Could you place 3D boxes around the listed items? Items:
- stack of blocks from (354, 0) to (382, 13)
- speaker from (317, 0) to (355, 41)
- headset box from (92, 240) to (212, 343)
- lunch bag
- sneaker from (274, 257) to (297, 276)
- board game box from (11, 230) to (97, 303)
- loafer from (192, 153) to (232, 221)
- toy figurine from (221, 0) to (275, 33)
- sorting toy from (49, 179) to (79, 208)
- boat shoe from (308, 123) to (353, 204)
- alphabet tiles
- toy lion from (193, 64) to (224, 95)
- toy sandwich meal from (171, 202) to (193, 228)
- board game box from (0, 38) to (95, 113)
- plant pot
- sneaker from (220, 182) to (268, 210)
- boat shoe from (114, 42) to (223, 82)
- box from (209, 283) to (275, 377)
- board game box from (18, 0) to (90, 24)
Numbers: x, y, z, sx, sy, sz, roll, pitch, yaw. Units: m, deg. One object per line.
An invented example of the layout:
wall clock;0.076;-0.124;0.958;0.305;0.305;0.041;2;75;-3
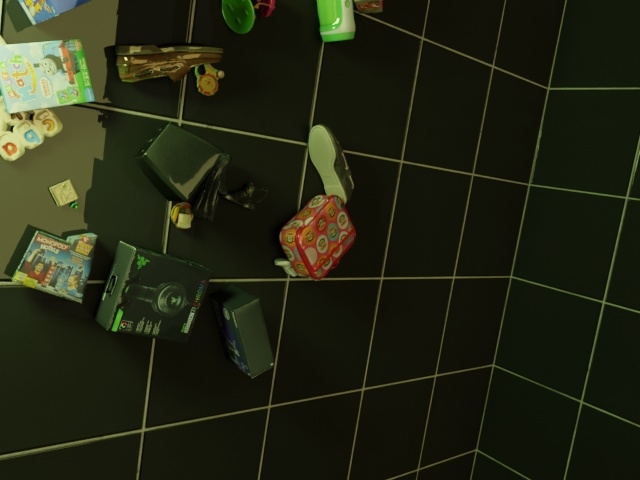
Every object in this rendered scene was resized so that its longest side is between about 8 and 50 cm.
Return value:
stack of blocks;0.160;-0.946;1.932;0.171;0.087;0.297;1;90;-76
speaker;0.047;-0.828;1.929;0.131;0.131;0.296;-20;114;-35
headset box;-0.508;0.155;1.719;0.283;0.131;0.246;22;87;-40
lunch bag;0.000;0.000;2.089;0.293;0.120;0.258;-48;126;-35
sneaker;-0.106;0.100;2.091;0.152;0.054;0.061;14;95;-42
board game box;-0.709;0.051;1.573;0.194;0.060;0.194;30;80;-40
loafer;-0.326;-0.166;1.813;0.078;0.076;0.223;24;88;-1
toy figurine;-0.216;-0.740;1.768;0.159;0.130;0.173;-39;99;-42
sorting toy;-0.696;-0.118;1.571;0.062;0.012;0.083;-34;118;-34
boat shoe;0.044;-0.283;2.092;0.095;0.112;0.335;-51;136;-40
alphabet tiles;-0.792;-0.354;1.424;0.284;0.021;0.278;-43;124;-24
toy lion;-0.349;-0.497;1.753;0.096;0.034;0.100;-53;128;-6
toy sandwich meal;-0.429;-0.077;1.792;0.086;0.029;0.085;-11;108;-37
board game box;-0.696;-0.416;1.448;0.212;0.039;0.160;-20;114;-34
plant pot;-0.424;-0.238;1.665;0.167;0.187;0.188;42;74;-26
sneaker;-0.253;-0.157;1.907;0.170;0.051;0.089;23;86;-46
boat shoe;-0.427;-0.508;1.640;0.307;0.111;0.104;-10;115;-26
box;-0.263;0.301;1.926;0.103;0.184;0.261;-26;116;-33
board game box;-0.544;-0.647;1.415;0.347;0.233;0.078;-39;123;-26
